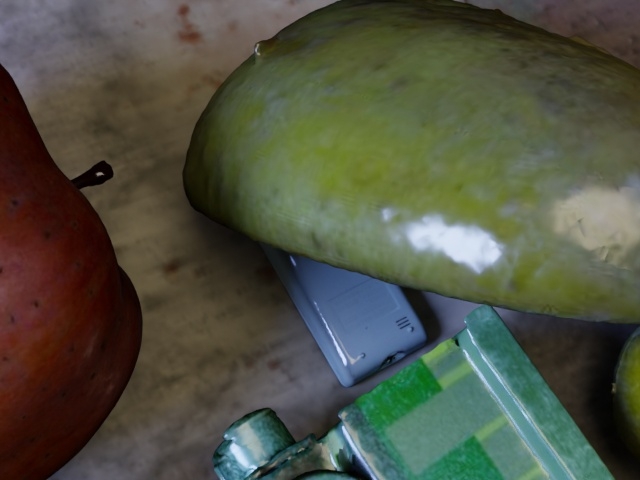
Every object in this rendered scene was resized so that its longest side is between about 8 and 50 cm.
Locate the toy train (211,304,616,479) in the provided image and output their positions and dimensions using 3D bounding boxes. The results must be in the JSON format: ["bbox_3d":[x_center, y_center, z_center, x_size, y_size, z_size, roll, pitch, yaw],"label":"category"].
[{"bbox_3d":[0.077,0.193,0.643,0.202,0.120,0.301,-31,81,-27],"label":"toy train"}]

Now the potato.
[{"bbox_3d":[0.104,-0.049,0.640,0.269,0.255,0.112,-10,113,-30],"label":"potato"}]

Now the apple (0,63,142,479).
[{"bbox_3d":[-0.193,0.024,0.579,0.234,0.234,0.234,5,69,-14],"label":"apple"}]

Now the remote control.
[{"bbox_3d":[0.000,0.000,0.739,0.061,0.029,0.162,-27,79,-22],"label":"remote control"}]

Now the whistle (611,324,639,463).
[{"bbox_3d":[0.219,0.048,0.706,0.123,0.123,0.223,-18,108,-21],"label":"whistle"}]
